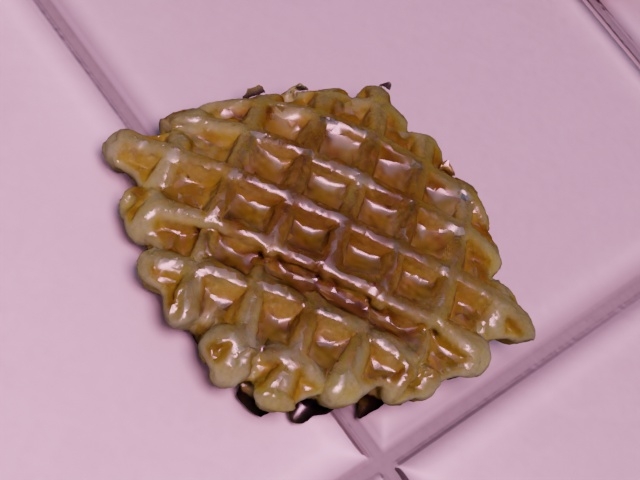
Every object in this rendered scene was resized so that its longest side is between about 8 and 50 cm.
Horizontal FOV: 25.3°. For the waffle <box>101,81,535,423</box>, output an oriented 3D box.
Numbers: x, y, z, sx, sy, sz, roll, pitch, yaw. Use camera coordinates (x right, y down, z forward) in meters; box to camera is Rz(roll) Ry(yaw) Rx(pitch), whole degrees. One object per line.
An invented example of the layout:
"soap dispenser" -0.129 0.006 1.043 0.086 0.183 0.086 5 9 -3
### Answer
"waffle" 0.000 0.000 0.780 0.214 0.054 0.207 -17 72 -30
